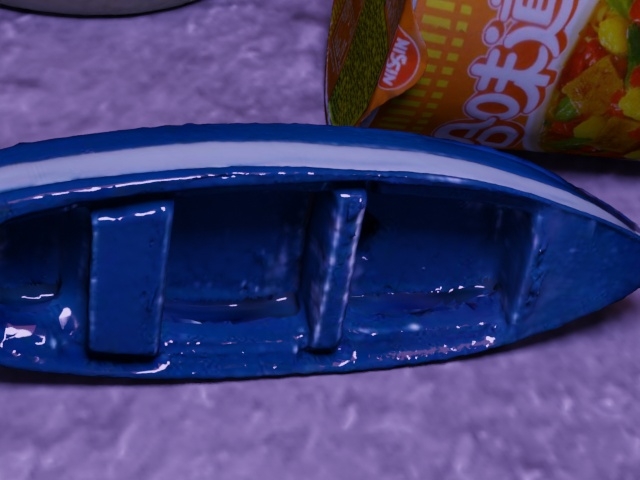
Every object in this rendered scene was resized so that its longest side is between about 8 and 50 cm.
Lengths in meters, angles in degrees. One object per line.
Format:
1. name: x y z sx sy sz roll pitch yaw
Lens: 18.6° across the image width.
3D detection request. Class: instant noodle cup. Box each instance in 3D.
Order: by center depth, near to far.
1. instant noodle cup: 0.112 -0.106 0.903 0.185 0.168 0.168 11 38 -11

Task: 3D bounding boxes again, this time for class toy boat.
1. toy boat: 0.000 0.000 0.784 0.299 0.096 0.062 -1 31 -18

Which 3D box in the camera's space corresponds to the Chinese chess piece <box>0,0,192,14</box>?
1. Chinese chess piece: -0.130 -0.218 1.015 0.250 0.101 0.250 7 38 -5
